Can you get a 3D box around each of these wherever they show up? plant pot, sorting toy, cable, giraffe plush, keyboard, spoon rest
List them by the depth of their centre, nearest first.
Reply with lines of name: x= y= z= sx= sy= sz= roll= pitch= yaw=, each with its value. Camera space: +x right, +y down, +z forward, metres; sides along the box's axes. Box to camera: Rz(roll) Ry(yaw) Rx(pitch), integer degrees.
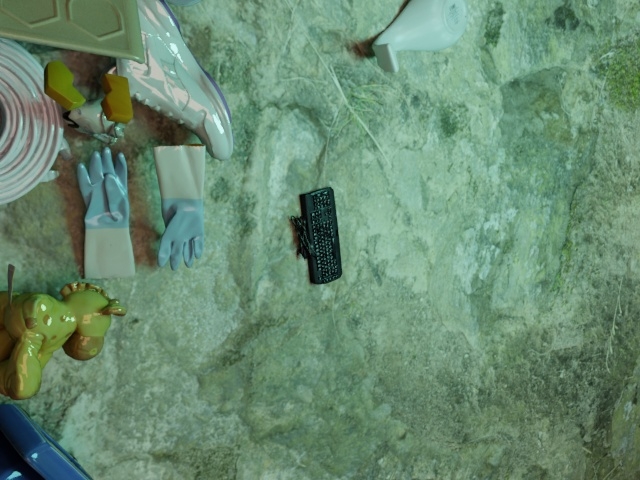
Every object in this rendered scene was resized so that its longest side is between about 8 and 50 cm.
sorting toy: x=-0.341 y=-0.296 z=0.954 sx=0.229 sy=0.041 sz=0.307 roll=4 pitch=65 yaw=-39
cable: x=-0.491 y=-0.166 z=1.008 sx=0.257 sy=0.089 sz=0.257 roll=-26 pitch=117 yaw=-24
plant pot: x=-0.473 y=0.399 z=1.110 sx=0.212 sy=0.236 sz=0.236 roll=-45 pitch=123 yaw=-21
giraffe plush: x=-0.401 y=0.129 z=1.115 sx=0.170 sy=0.181 sz=0.210 roll=-2 pitch=123 yaw=-44
spoon rest: x=0.189 y=-0.404 z=1.386 sx=0.276 sy=0.084 sz=0.137 roll=-40 pitch=124 yaw=-32
keyboard: x=0.000 y=0.000 z=1.401 sx=0.100 sy=0.038 sz=0.192 roll=-18 pitch=112 yaw=-27

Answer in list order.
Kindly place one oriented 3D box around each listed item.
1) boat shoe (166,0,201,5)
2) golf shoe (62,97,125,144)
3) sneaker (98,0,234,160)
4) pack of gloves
boat shoe: x=-0.208 y=-0.536 z=1.048 sx=0.136 sy=0.156 sz=0.367 roll=-8 pitch=115 yaw=-5
golf shoe: x=-0.331 y=-0.181 z=1.063 sx=0.086 sy=0.176 sz=0.069 roll=7 pitch=89 yaw=-20
sneaker: x=-0.250 y=-0.242 z=1.139 sx=0.152 sy=0.114 sz=0.305 roll=-37 pitch=112 yaw=-10
pack of gloves: x=-0.288 y=-0.052 z=1.182 sx=0.195 sy=0.046 sz=0.232 roll=-2 pitch=119 yaw=-15
